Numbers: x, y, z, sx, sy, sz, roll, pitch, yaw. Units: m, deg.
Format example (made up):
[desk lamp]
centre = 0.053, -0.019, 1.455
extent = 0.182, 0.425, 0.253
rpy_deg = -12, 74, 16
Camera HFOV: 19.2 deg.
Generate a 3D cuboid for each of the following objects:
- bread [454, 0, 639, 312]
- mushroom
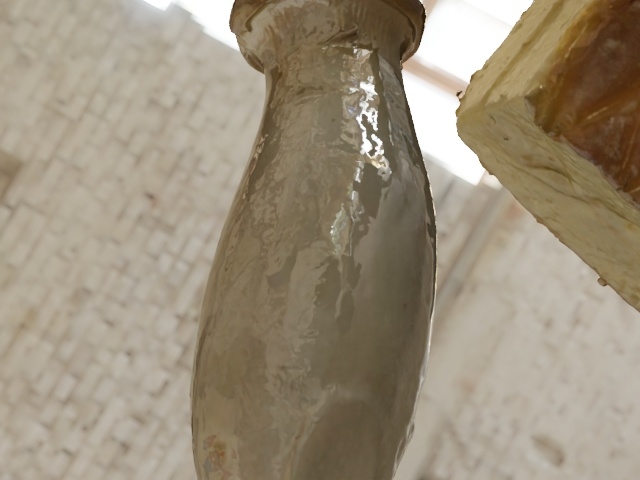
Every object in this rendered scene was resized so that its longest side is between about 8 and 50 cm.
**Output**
[bread]
centre = 0.291, -0.107, 1.482
extent = 0.279, 0.279, 0.207
rpy_deg = -54, 13, -11
[mushroom]
centre = 0.000, 0.000, 1.007
extent = 0.128, 0.128, 0.350
rpy_deg = 101, 172, -61
